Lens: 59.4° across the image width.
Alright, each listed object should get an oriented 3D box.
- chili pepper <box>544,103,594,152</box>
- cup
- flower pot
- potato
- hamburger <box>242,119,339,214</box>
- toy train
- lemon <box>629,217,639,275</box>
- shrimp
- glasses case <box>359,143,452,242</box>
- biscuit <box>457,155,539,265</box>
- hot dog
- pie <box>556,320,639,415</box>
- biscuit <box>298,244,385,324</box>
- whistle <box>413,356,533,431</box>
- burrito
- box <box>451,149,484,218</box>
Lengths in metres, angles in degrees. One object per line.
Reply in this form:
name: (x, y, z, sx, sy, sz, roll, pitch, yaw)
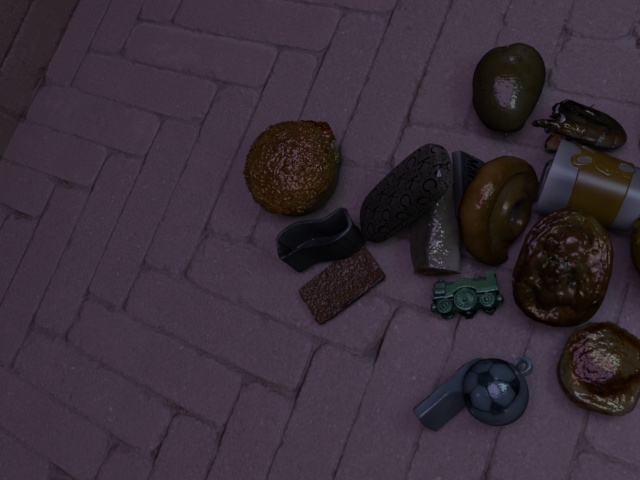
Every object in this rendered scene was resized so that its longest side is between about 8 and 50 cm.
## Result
chili pepper: (0.637, -0.287, 1.445, 0.045, 0.027, 0.178, 43, 91, 21)
cup: (0.646, -0.141, 1.335, 0.226, 0.185, 0.241, 21, 52, 20)
flower pot: (0.000, 0.000, 1.546, 0.229, 0.108, 0.103, -18, 58, 19)
potato: (0.487, -0.390, 1.465, 0.174, 0.159, 0.252, 2, 83, 46)
hamburger: (-0.084, -0.209, 1.612, 0.275, 0.179, 0.294, 7, 77, 21)
toy train: (0.362, 0.136, 1.404, 0.178, 0.071, 0.105, -10, 64, 17)
lemon: (0.797, 0.030, 1.180, 0.263, 0.236, 0.236, 19, 82, 36)
shrimp: (0.636, -0.297, 1.375, 0.254, 0.059, 0.145, 13, 52, -5)
glasses case: (0.206, -0.111, 1.427, 0.354, 0.085, 0.137, -44, 43, 52)
biscuit: (0.436, -0.080, 1.377, 0.091, 0.213, 0.274, 26, 92, 50)
hot dog: (0.546, 0.066, 1.268, 0.196, 0.122, 0.272, 19, 112, 21)
pie: (0.629, 0.282, 1.250, 0.178, 0.084, 0.205, 24, 81, 25)
biscuit: (0.057, 0.121, 1.546, 0.230, 0.025, 0.131, -36, 63, 8)
whistle: (0.371, 0.368, 1.287, 0.289, 0.163, 0.163, -43, 65, 6)
burrito: (0.287, -0.055, 1.459, 0.143, 0.105, 0.299, -20, 65, 46)
box: (0.386, -0.134, 1.451, 0.035, 0.115, 0.178, -16, 66, 45)
